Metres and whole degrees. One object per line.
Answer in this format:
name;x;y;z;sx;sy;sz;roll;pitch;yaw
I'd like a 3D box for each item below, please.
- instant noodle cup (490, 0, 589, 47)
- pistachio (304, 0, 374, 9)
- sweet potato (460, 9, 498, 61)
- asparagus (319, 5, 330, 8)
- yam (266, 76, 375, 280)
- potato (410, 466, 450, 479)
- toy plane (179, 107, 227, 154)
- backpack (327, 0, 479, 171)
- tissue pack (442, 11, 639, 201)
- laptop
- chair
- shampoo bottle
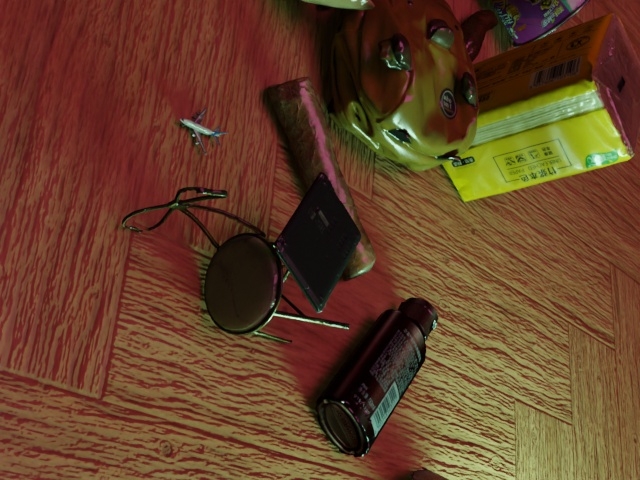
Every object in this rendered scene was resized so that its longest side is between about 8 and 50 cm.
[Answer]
instant noodle cup;0.519;-0.621;2.187;0.190;0.251;0.251;48;45;-15
pistachio;0.012;-0.477;1.557;0.229;0.157;0.157;29;41;14
sweet potato;0.350;-0.475;2.057;0.075;0.075;0.273;57;38;-18
asparagus;0.057;-0.499;1.755;0.025;0.024;0.248;53;44;-13
yam;0.008;-0.105;1.518;0.081;0.081;0.357;-31;101;-50
potato;0.212;0.483;1.510;0.117;0.182;0.202;-62;154;4
toy plane;-0.181;-0.169;1.358;0.084;0.024;0.078;14;67;-39
backpack;0.162;-0.326;1.681;0.353;0.201;0.378;12;68;-49
tissue pack;0.449;-0.268;1.854;0.228;0.381;0.293;55;42;-25
laptop;0.000;0.000;1.292;0.129;0.016;0.180;57;40;-25
chair;-0.111;0.049;1.265;0.325;0.159;0.170;17;64;-50
shampoo bottle;0.105;0.212;1.512;0.129;0.084;0.323;61;40;-18
